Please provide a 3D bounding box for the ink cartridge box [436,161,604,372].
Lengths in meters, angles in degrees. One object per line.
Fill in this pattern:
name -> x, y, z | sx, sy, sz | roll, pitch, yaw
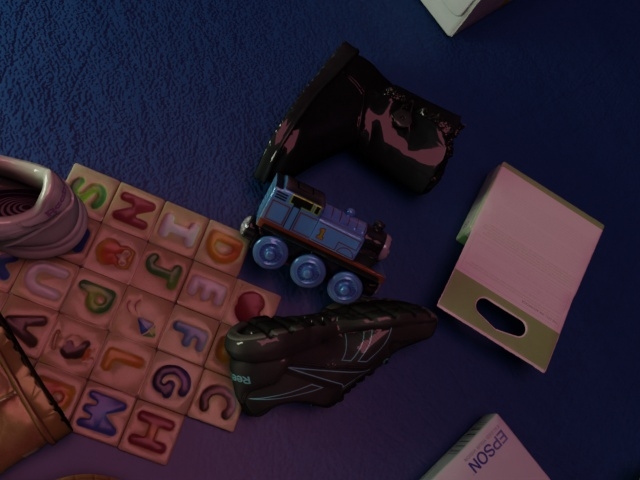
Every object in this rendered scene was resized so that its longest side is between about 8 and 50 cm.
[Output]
ink cartridge box -> 0.259, 0.035, 1.000 | 0.171, 0.056, 0.235 | 32, 70, -5

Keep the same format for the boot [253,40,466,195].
boot -> 0.058, -0.121, 0.963 | 0.207, 0.094, 0.246 | 34, 60, -1

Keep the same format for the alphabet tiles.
alphabet tiles -> -0.228, 0.077, 0.856 | 0.343, 0.011, 0.285 | 23, 67, -10

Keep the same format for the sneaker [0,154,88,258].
sneaker -> -0.398, -0.054, 0.761 | 0.305, 0.152, 0.114 | 2, 73, -9

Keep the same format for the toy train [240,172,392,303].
toy train -> 0.000, 0.000, 0.894 | 0.184, 0.080, 0.105 | 26, 110, -9

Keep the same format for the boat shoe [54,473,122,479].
boat shoe -> -0.266, 0.273, 0.755 | 0.170, 0.059, 0.063 | 7, 57, -27

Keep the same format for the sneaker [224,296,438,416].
sneaker -> 0.017, 0.131, 0.886 | 0.267, 0.101, 0.106 | -8, 100, -23

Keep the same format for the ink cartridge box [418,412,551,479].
ink cartridge box -> 0.199, 0.359, 0.882 | 0.223, 0.045, 0.224 | -38, 88, -24

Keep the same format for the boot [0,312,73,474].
boot -> -0.412, 0.172, 0.719 | 0.270, 0.089, 0.236 | -32, 84, -20

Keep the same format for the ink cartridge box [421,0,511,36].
ink cartridge box -> 0.258, -0.469, 1.081 | 0.270, 0.197, 0.198 | -35, 85, -23
